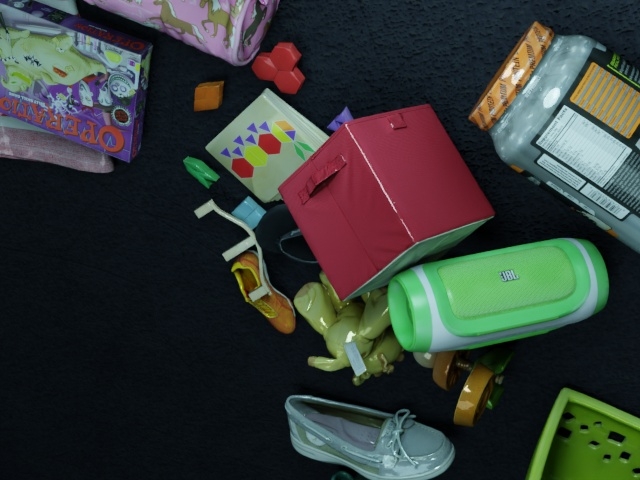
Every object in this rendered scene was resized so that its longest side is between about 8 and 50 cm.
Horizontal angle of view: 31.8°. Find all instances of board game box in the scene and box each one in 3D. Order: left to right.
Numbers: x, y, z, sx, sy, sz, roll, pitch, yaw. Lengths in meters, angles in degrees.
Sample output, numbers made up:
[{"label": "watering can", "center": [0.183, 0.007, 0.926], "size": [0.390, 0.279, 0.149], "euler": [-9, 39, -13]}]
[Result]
[{"label": "board game box", "center": [-0.442, -0.276, 1.801], "size": [0.347, 0.056, 0.208], "euler": [21, 133, 9]}]

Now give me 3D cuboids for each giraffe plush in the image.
[{"label": "giraffe plush", "center": [0.076, 0.149, 1.837], "size": [0.181, 0.210, 0.170], "euler": [-16, 151, 20]}]

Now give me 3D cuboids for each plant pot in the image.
[{"label": "plant pot", "center": [0.431, 0.412, 1.800], "size": [0.227, 0.228, 0.207], "euler": [24, 139, 9]}]

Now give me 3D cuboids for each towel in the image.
[{"label": "towel", "center": [-0.478, -0.267, 1.872], "size": [0.237, 0.037, 0.329], "euler": [9, 128, 20]}]

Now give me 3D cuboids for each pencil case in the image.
[{"label": "pencil case", "center": [-0.241, -0.382, 1.582], "size": [0.386, 0.167, 0.160], "euler": [25, 100, 8]}]

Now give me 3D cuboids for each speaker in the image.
[{"label": "speaker", "center": [0.252, 0.077, 1.595], "size": [0.297, 0.131, 0.131], "euler": [-10, 129, -15]}]

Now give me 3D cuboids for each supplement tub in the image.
[{"label": "supplement tub", "center": [0.361, -0.131, 1.434], "size": [0.316, 0.193, 0.193], "euler": [35, 133, 0]}]

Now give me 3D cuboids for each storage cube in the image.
[{"label": "storage cube", "center": [0.095, -0.056, 1.589], "size": [0.184, 0.215, 0.193], "euler": [-41, 72, 43]}]

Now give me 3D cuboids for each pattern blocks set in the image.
[{"label": "pattern blocks set", "center": [-0.079, -0.148, 1.757], "size": [0.325, 0.026, 0.285], "euler": [-26, 112, 40]}]

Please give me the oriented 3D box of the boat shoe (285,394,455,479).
[{"label": "boat shoe", "center": [0.083, 0.346, 2.000], "size": [0.320, 0.118, 0.103], "euler": [10, 133, 30]}]

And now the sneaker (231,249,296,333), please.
[{"label": "sneaker", "center": [-0.103, 0.099, 1.937], "size": [0.064, 0.067, 0.175], "euler": [-19, 116, 35]}]

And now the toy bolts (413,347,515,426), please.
[{"label": "toy bolts", "center": [0.212, 0.154, 1.742], "size": [0.158, 0.218, 0.228], "euler": [22, 114, 19]}]

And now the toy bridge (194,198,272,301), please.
[{"label": "toy bridge", "center": [-0.133, 0.012, 1.862], "size": [0.063, 0.026, 0.188], "euler": [-32, 96, 5]}]

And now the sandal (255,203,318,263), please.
[{"label": "sandal", "center": [0.000, -0.001, 1.775], "size": [0.255, 0.054, 0.097], "euler": [7, 129, 30]}]

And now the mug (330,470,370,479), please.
[{"label": "mug", "center": [0.098, 0.503, 2.121], "size": [0.158, 0.097, 0.129], "euler": [-8, 120, 32]}]
